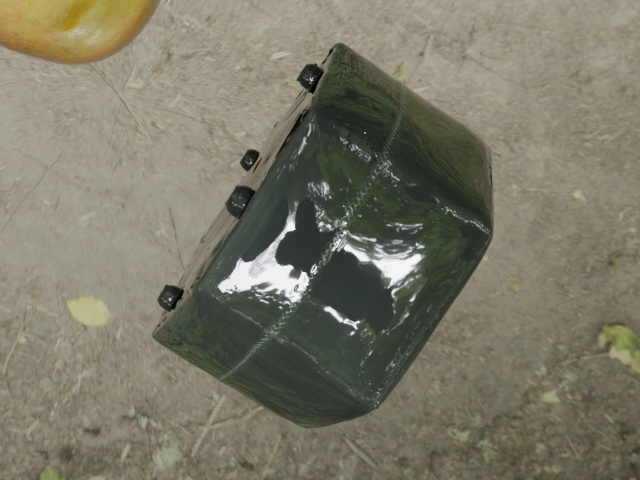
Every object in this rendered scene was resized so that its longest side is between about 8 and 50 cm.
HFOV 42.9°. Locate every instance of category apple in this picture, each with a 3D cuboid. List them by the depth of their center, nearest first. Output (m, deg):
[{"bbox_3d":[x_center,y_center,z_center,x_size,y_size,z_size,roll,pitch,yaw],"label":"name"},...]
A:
[{"bbox_3d":[-0.336,-0.401,0.994,0.338,0.338,0.305,31,116,-17],"label":"apple"}]

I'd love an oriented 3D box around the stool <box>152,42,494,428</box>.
[{"bbox_3d":[0.000,0.000,0.531,0.141,0.232,0.232,31,91,-10],"label":"stool"}]
